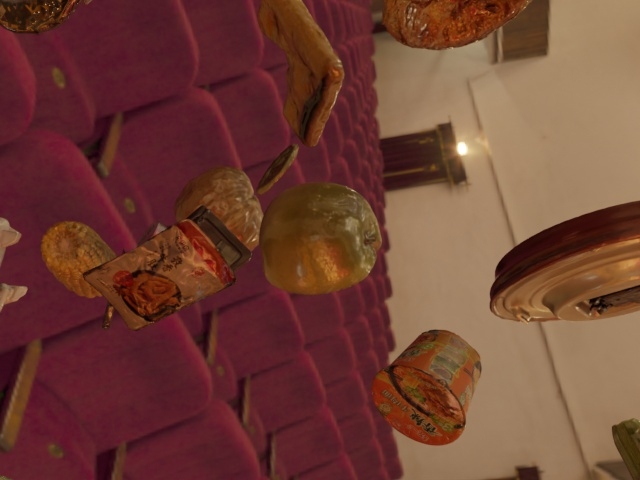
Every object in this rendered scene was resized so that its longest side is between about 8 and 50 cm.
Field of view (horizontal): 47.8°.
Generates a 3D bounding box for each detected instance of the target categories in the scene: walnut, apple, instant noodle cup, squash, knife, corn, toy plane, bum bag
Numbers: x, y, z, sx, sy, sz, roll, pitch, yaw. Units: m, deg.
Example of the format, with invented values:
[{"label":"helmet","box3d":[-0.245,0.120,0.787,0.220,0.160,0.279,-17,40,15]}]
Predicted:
[{"label":"walnut","box3d":[-0.314,-0.074,2.259,0.285,0.285,0.296,-89,155,-57]},{"label":"apple","box3d":[-0.002,-0.021,1.691,0.295,0.258,0.233,-40,120,-65]},{"label":"instant noodle cup","box3d":[0.259,0.327,1.667,0.182,0.230,0.230,-43,130,-44]},{"label":"squash","box3d":[0.509,0.378,1.080,0.066,0.066,0.228,67,3,-65]},{"label":"knife","box3d":[-0.533,0.143,1.877,0.072,0.019,0.245,56,-48,51]},{"label":"corn","box3d":[-0.545,0.047,1.643,0.387,0.144,0.143,111,-28,-77]},{"label":"toy plane","box3d":[-0.672,0.066,1.386,0.118,0.252,0.252,59,22,-61]},{"label":"bum bag","box3d":[-0.218,0.012,1.406,0.159,0.109,0.026,44,-19,19]}]

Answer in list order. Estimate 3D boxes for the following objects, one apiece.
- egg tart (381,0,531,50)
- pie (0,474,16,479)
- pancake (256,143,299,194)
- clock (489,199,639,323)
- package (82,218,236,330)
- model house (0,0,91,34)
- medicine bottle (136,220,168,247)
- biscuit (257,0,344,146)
[{"label":"egg tart","box3d":[0.226,-0.434,1.199,0.290,0.291,0.115,63,10,-70]},{"label":"pie","box3d":[-0.590,0.507,1.324,0.274,0.257,0.105,-54,-175,43]},{"label":"pancake","box3d":[-0.071,-0.120,1.209,0.017,0.108,0.108,41,22,-19]},{"label":"clock","box3d":[0.368,0.045,0.897,0.318,0.319,0.080,67,14,-66]},{"label":"package","box3d":[-0.285,0.064,1.283,0.154,0.239,0.030,56,14,-26]},{"label":"model house","box3d":[-0.542,-0.611,1.468,0.297,0.360,0.339,36,9,-13]},{"label":"medicine bottle","box3d":[-0.320,0.041,1.648,0.188,0.094,0.119,38,55,-24]},{"label":"biscuit","box3d":[-0.036,-0.237,0.958,0.183,0.039,0.174,61,-22,14]}]
